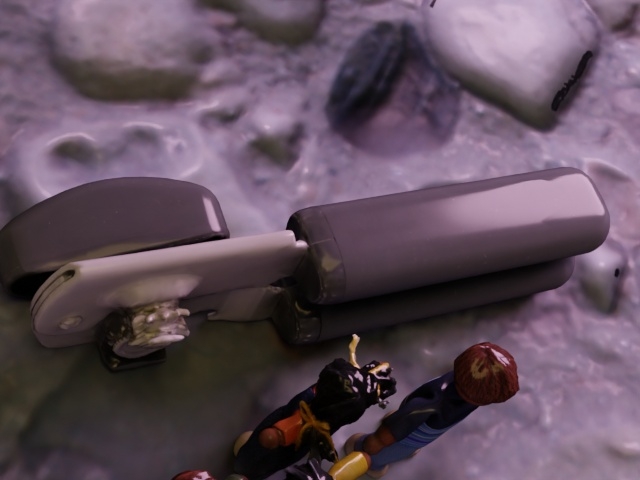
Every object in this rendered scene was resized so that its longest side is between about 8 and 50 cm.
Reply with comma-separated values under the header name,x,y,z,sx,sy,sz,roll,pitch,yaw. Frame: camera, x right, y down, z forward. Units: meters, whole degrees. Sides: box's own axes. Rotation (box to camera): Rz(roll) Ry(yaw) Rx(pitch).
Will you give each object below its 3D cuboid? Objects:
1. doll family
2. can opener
name,x,y,z,sx,sy,sz,roll,pitch,yaw
doll family,0.002,0.089,0.513,0.076,0.111,0.193,43,57,7
can opener,0.000,0.000,0.585,0.280,0.074,0.093,-6,63,-23
